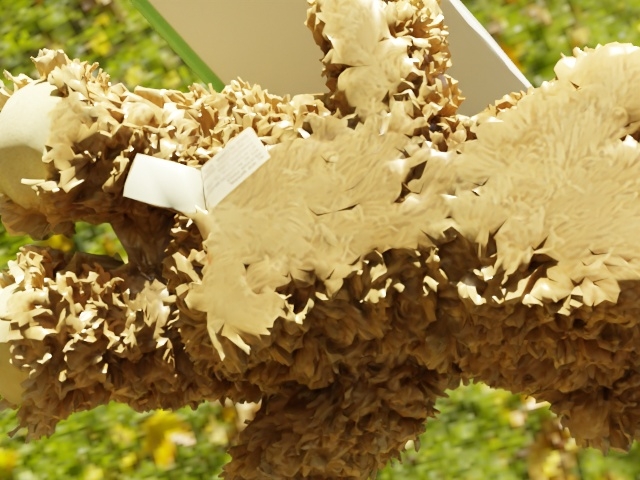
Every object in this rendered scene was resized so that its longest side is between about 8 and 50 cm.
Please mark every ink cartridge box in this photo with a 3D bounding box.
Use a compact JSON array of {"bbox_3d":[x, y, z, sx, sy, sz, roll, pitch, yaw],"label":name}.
[{"bbox_3d":[0.010,-0.119,0.927,0.211,0.121,0.289,47,9,-8],"label":"ink cartridge box"}]

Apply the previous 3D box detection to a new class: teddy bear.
[{"bbox_3d":[0.000,0.000,0.703,0.113,0.338,0.245,35,40,-66],"label":"teddy bear"}]
